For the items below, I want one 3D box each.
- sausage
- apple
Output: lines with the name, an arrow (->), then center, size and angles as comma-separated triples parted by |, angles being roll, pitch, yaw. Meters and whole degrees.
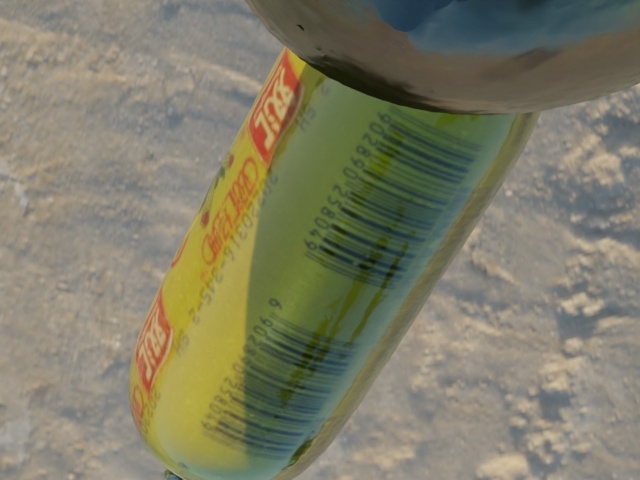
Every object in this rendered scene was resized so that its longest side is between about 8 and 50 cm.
sausage -> 0.000, 0.000, 0.600 | 0.123, 0.123, 0.347 | 23, 117, -16
apple -> 0.051, -0.128, 0.366 | 0.196, 0.196, 0.157 | 30, 145, -21
